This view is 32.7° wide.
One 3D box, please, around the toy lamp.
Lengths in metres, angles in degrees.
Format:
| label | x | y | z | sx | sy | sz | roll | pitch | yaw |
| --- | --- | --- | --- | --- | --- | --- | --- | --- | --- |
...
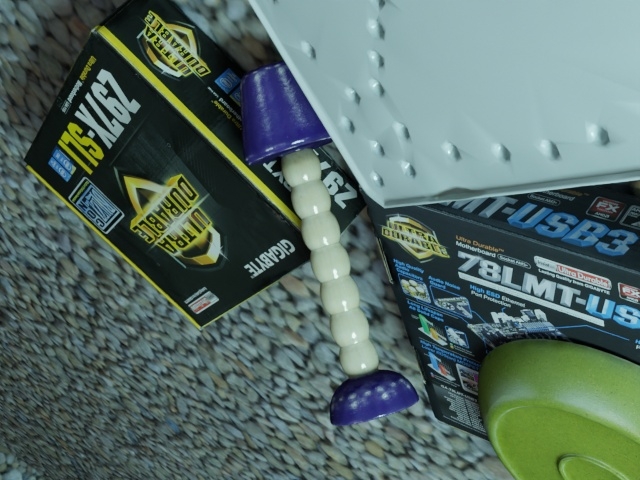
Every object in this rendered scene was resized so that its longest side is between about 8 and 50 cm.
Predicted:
| label | x | y | z | sx | sy | sz | roll | pitch | yaw |
| --- | --- | --- | --- | --- | --- | --- | --- | --- | --- |
| toy lamp | 0.000 | 0.000 | 0.829 | 0.080 | 0.080 | 0.275 | -18 | 87 | 58 |

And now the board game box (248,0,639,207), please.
| label | x | y | z | sx | sy | sz | roll | pitch | yaw |
| --- | --- | --- | --- | --- | --- | --- | --- | --- | --- |
| board game box | 0.042 | -0.200 | 0.518 | 0.390 | 0.050 | 0.390 | 58 | 156 | -13 |

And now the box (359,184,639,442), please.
| label | x | y | z | sx | sy | sz | roll | pitch | yaw |
| --- | --- | --- | --- | --- | --- | --- | --- | --- | --- |
| box | 0.192 | 0.078 | 0.816 | 0.295 | 0.073 | 0.293 | 18 | 144 | 36 |

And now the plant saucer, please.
| label | x | y | z | sx | sy | sz | roll | pitch | yaw |
| --- | --- | --- | --- | --- | --- | --- | --- | --- | --- |
| plant saucer | 0.214 | 0.169 | 0.808 | 0.241 | 0.037 | 0.241 | 29 | 151 | 18 |

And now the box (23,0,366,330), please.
| label | x | y | z | sx | sy | sz | roll | pitch | yaw |
| --- | --- | --- | --- | --- | --- | --- | --- | --- | --- |
| box | -0.131 | -0.057 | 1.009 | 0.257 | 0.079 | 0.322 | 46 | 151 | -7 |
